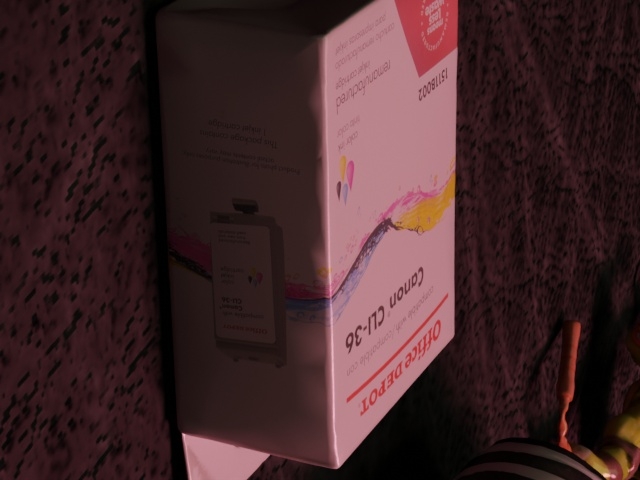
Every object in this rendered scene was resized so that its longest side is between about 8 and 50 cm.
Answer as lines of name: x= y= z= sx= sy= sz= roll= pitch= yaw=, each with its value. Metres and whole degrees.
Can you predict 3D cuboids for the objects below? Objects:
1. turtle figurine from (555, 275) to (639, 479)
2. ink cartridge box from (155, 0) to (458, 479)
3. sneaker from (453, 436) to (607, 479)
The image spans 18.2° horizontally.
turtle figurine: x=0.208 y=0.123 z=1.200 sx=0.269 sy=0.087 sz=0.217 roll=-38 pitch=134 yaw=-55
ink cartridge box: x=0.000 y=0.000 z=0.716 sx=0.115 sy=0.067 sz=0.198 roll=-42 pitch=136 yaw=-55
sneaker: x=0.112 y=0.298 z=0.960 sx=0.257 sy=0.169 sz=0.447 roll=-43 pitch=135 yaw=-50
